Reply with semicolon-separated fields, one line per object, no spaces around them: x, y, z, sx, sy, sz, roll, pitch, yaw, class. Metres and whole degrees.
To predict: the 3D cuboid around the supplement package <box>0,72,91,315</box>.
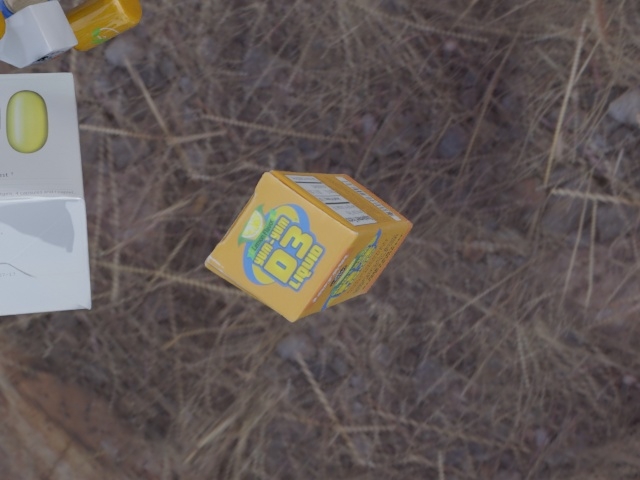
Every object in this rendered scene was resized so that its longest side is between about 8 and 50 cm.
-0.328;-0.046;1.124;0.194;0.203;0.149;-4;133;-13;supplement package

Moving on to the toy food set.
-0.261;-0.194;0.961;0.104;0.232;0.111;-22;98;28;toy food set

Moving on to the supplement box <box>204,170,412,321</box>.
0.000;0.000;0.832;0.080;0.233;0.078;37;101;11;supplement box
